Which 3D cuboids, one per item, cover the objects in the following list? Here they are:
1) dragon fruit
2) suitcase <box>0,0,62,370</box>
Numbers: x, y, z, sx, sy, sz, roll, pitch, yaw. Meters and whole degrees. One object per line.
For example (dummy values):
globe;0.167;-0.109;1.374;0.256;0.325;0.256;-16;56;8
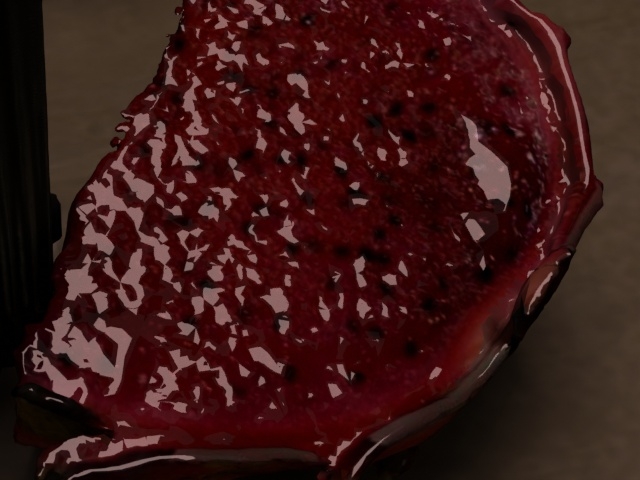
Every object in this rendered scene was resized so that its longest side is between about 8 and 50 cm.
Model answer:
dragon fruit;0.004;0.007;0.682;0.161;0.126;0.274;20;59;4
suitcase;-0.181;-0.031;0.556;0.202;0.312;0.128;-30;68;-21
